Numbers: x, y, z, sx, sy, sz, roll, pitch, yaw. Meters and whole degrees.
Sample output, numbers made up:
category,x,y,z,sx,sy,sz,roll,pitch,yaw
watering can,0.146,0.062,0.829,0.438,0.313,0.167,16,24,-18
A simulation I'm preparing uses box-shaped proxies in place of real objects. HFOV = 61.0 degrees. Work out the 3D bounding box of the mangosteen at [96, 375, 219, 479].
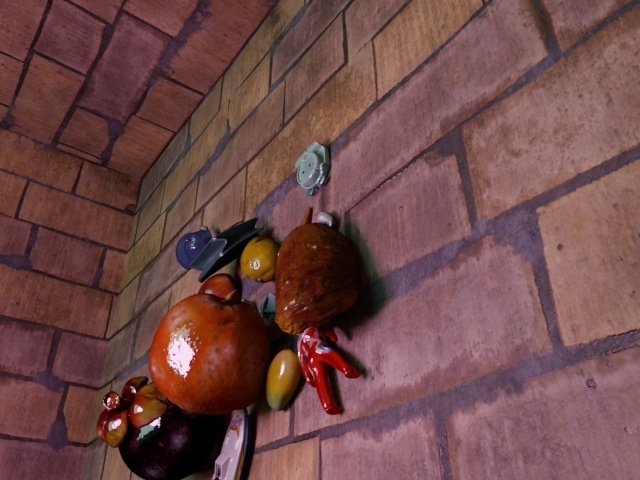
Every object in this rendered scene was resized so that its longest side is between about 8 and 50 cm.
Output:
category,x,y,z,sx,sy,sz,roll,pitch,yaw
mangosteen,-0.575,0.654,1.907,0.382,0.435,0.382,-30,51,46

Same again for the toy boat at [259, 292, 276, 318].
category,x,y,z,sx,sy,sz,roll,pitch,yaw
toy boat,-0.163,0.232,1.924,0.122,0.034,0.096,-7,66,46

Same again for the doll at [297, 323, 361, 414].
category,x,y,z,sx,sy,sz,roll,pitch,yaw
doll,-0.013,0.318,1.579,0.188,0.099,0.384,-64,35,20

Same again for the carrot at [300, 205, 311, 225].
category,x,y,z,sx,sy,sz,roll,pitch,yaw
carrot,-0.061,-0.027,1.905,0.048,0.048,0.216,-16,55,53

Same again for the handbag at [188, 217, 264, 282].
category,x,y,z,sx,sy,sz,roll,pitch,yaw
handbag,-0.377,0.034,2.156,0.089,0.238,0.326,54,142,4

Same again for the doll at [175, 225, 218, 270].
category,x,y,z,sx,sy,sz,roll,pitch,yaw
doll,-0.604,0.045,2.616,0.258,0.154,0.228,-27,53,56

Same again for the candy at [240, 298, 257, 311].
category,x,y,z,sx,sy,sz,roll,pitch,yaw
candy,-0.308,0.327,2.051,0.194,0.062,0.097,-56,34,19

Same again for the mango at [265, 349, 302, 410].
category,x,y,z,sx,sy,sz,roll,pitch,yaw
mango,-0.116,0.430,1.674,0.130,0.091,0.195,14,92,57

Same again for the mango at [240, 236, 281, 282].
category,x,y,z,sx,sy,sz,roll,pitch,yaw
mango,-0.221,0.062,2.013,0.167,0.130,0.262,-52,26,-2

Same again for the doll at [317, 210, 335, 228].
category,x,y,z,sx,sy,sz,roll,pitch,yaw
doll,0.000,0.000,1.766,0.103,0.071,0.214,-1,62,44

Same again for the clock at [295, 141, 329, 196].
category,x,y,z,sx,sy,sz,roll,pitch,yaw
clock,-0.028,-0.254,1.969,0.148,0.060,0.189,-42,41,36

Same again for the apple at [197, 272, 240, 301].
category,x,y,z,sx,sy,sz,roll,pitch,yaw
apple,-0.412,0.225,2.207,0.173,0.160,0.195,-40,43,5

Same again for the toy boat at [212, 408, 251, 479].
category,x,y,z,sx,sy,sz,roll,pitch,yaw
toy boat,-0.285,0.688,1.773,0.129,0.088,0.295,-8,65,55

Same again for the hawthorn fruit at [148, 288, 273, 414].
category,x,y,z,sx,sy,sz,roll,pitch,yaw
hawthorn fruit,-0.334,0.344,1.761,0.403,0.402,0.403,-34,45,43

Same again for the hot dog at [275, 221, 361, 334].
category,x,y,z,sx,sy,sz,roll,pitch,yaw
hot dog,-0.023,0.110,1.572,0.267,0.174,0.388,-22,35,14
